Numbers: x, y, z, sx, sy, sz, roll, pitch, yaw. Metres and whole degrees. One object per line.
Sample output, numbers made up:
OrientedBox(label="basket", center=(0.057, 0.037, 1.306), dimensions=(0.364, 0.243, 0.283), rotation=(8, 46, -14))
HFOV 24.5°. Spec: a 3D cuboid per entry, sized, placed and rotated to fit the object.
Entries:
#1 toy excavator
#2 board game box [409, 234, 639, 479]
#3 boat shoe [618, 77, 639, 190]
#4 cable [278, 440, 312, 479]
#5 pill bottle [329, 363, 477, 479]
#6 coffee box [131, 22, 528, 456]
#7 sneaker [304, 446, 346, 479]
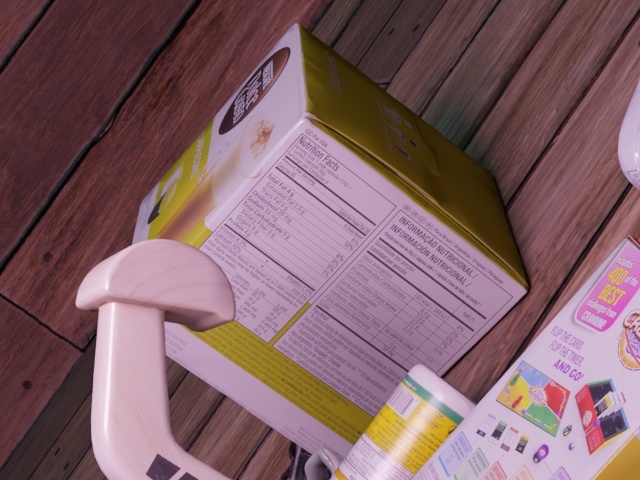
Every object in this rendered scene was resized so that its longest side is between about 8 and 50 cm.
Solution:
OrientedBox(label="toy excavator", center=(-0.089, 0.275, 1.300), dimensions=(0.222, 0.445, 0.433), rotation=(-22, 36, 58))
OrientedBox(label="board game box", center=(0.217, 0.165, 1.249), dimensions=(0.316, 0.064, 0.242), rotation=(-49, 18, 9))
OrientedBox(label="boat shoe", center=(0.406, -0.196, 1.528), dimensions=(0.119, 0.121, 0.335), rotation=(-18, 49, 49))
OrientedBox(label="cable", center=(-0.041, 0.278, 1.761), dimensions=(0.287, 0.072, 0.139), rotation=(-79, 6, -49))
OrientedBox(label="pill bottle", center=(0.083, 0.239, 1.479), dimensions=(0.208, 0.117, 0.117), rotation=(-53, 17, -1))
OrientedBox(label="coffee box", center=(0.000, 0.000, 1.778), dimensions=(0.334, 0.338, 0.337), rotation=(-47, 19, 18))
OrientedBox(label="sneaker", center=(-0.010, 0.321, 1.561), dimensions=(0.090, 0.115, 0.232), rotation=(-38, 23, 40))
